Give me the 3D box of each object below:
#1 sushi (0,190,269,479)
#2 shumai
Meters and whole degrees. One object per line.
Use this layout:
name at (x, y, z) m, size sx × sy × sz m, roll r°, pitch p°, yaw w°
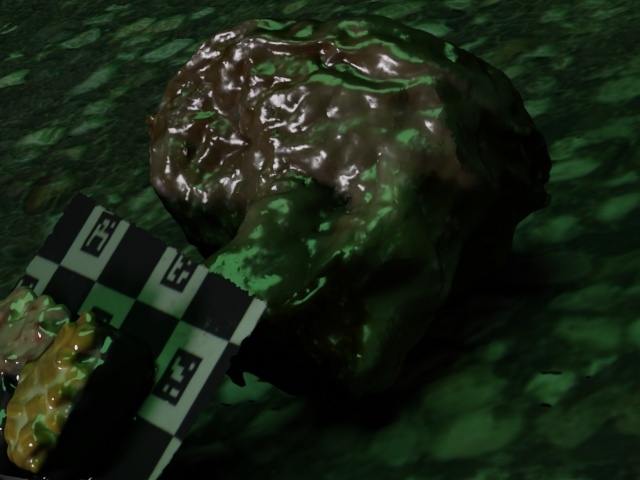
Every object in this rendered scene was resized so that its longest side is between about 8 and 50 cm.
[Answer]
sushi at (-0.139, 0.068, 0.750) m, size 0.192 × 0.050 × 0.215 m, roll -57°, pitch 32°, yaw -4°
shumai at (0.000, 0.000, 0.823) m, size 0.206 × 0.166 × 0.176 m, roll -13°, pitch 50°, yaw 39°
